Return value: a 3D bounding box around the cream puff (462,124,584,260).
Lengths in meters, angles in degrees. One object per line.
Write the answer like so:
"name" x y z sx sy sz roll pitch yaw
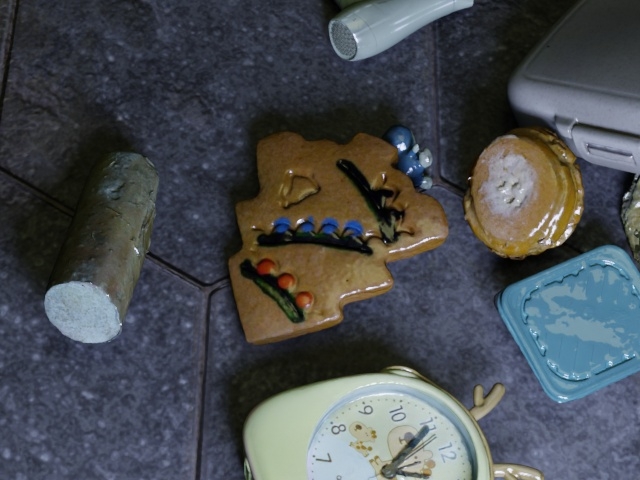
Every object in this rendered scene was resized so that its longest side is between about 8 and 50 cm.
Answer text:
"cream puff" 0.250 -0.056 1.537 0.150 0.115 0.165 33 101 29

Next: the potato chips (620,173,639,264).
"potato chips" 0.466 -0.020 1.527 0.202 0.029 0.220 -15 71 30

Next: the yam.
"yam" -0.255 0.003 1.497 0.106 0.106 0.259 8 40 2

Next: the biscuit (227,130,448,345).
"biscuit" 0.000 -0.001 1.516 0.278 0.043 0.302 22 71 21

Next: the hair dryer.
"hair dryer" 0.062 -0.359 1.735 0.206 0.075 0.237 -28 59 -24

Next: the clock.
"clock" 0.080 0.257 1.382 0.307 0.096 0.235 -15 63 -10

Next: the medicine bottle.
"medicine bottle" 0.427 -0.194 1.538 0.375 0.123 0.282 20 56 43

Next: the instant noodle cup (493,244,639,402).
"instant noodle cup" 0.308 0.105 1.487 0.179 0.070 0.157 -21 66 -14

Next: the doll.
"doll" 0.107 -0.108 1.588 0.050 0.076 0.083 -20 60 -13
